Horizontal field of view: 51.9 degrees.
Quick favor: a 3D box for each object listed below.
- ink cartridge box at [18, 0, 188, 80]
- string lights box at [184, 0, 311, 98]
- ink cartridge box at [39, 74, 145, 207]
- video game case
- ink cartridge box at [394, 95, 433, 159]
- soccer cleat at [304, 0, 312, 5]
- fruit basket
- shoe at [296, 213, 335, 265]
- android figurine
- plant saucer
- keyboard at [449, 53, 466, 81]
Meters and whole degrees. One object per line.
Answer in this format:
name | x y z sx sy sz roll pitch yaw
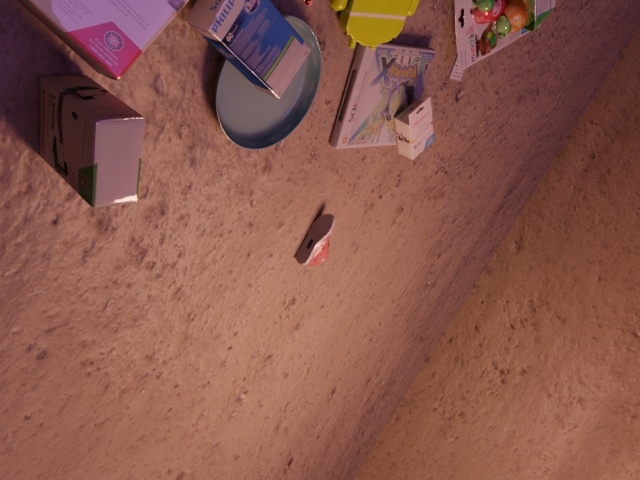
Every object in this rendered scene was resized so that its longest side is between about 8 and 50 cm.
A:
ink cartridge box | -0.325 -0.435 1.061 0.283 0.117 0.207 -51 125 -8
string lights box | -0.138 -0.416 1.336 0.133 0.077 0.260 -57 145 -2
ink cartridge box | -0.404 -0.178 1.146 0.093 0.219 0.160 -15 128 -42
video game case | 0.180 -0.409 1.870 0.329 0.036 0.299 -13 128 -47
ink cartridge box | 0.280 -0.345 1.963 0.104 0.062 0.181 -43 145 -21
soccer cleat | -0.017 -0.571 1.481 0.036 0.029 0.083 -17 126 -40
fruit basket | 0.544 -0.713 1.956 0.353 0.165 0.327 -34 135 -20
shoe | 0.000 0.000 1.972 0.178 0.063 0.081 -57 149 11
android figurine | 0.140 -0.586 1.585 0.248 0.056 0.272 -8 136 -28
plant saucer | -0.124 -0.362 1.511 0.318 0.044 0.317 -33 140 -33
keyboard | 0.474 -0.631 2.080 0.072 0.014 0.256 -9 124 -49
